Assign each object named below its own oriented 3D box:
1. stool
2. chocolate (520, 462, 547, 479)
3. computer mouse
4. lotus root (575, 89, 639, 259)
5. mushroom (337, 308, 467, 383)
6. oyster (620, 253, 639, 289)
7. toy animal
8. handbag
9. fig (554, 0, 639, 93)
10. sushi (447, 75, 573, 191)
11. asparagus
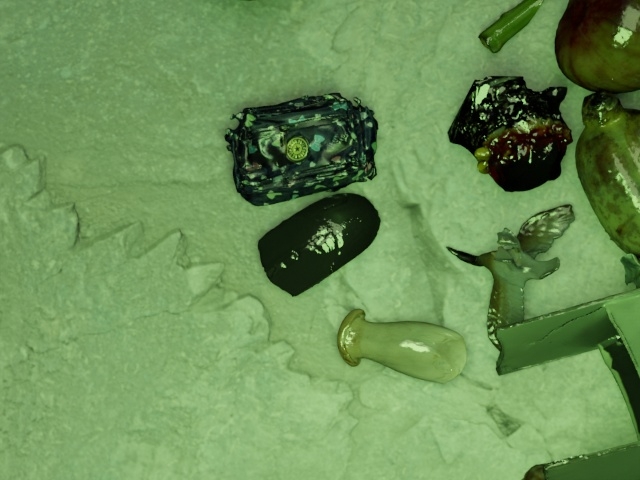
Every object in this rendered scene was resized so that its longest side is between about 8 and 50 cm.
[{"bbox_3d":[0.429,0.236,1.695,0.270,0.170,0.243,-15,57,0],"label":"stool"},{"bbox_3d":[0.416,0.438,1.744,0.214,0.093,0.148,10,80,6],"label":"chocolate"},{"bbox_3d":[0.000,0.000,1.856,0.217,0.073,0.122,-33,80,0],"label":"computer mouse"},{"bbox_3d":[0.516,-0.104,1.791,0.173,0.173,0.309,-27,84,0],"label":"lotus root"},{"bbox_3d":[0.134,0.174,1.812,0.212,0.097,0.088,6,38,10],"label":"mushroom"},{"bbox_3d":[0.579,0.111,1.749,0.252,0.199,0.087,32,76,20],"label":"oyster"},{"bbox_3d":[0.302,0.027,1.803,0.197,0.160,0.272,24,76,10],"label":"toy animal"},{"bbox_3d":[-0.033,-0.159,1.865,0.260,0.113,0.162,-9,74,10],"label":"handbag"},{"bbox_3d":[0.555,-0.318,1.825,0.321,0.217,0.217,20,82,-15],"label":"fig"},{"bbox_3d":[0.328,-0.163,1.818,0.172,0.153,0.150,-2,59,-16],"label":"sushi"},{"bbox_3d":[0.350,-0.391,1.909,0.178,0.041,0.045,-39,36,-3],"label":"asparagus"}]
